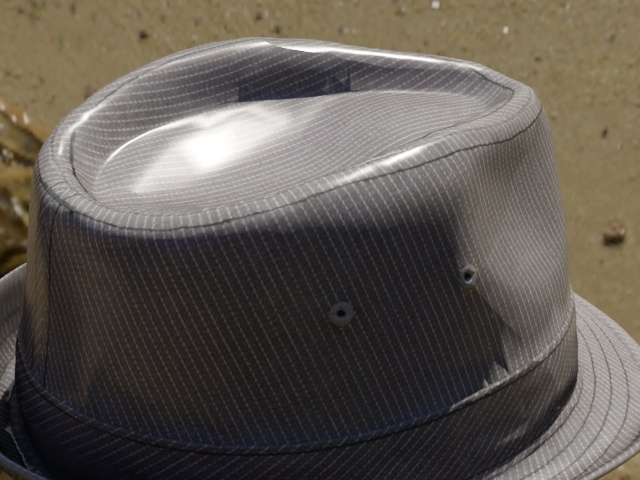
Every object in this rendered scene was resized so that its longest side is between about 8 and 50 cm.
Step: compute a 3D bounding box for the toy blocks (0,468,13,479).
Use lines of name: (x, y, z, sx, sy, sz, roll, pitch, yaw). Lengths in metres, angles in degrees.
toy blocks: (-0.194, 0.142, 0.609, 0.190, 0.381, 0.261, 18, 84, 32)

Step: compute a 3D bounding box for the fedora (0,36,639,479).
fedora: (0.000, 0.000, 0.523, 0.275, 0.124, 0.244, -10, 29, -23)
